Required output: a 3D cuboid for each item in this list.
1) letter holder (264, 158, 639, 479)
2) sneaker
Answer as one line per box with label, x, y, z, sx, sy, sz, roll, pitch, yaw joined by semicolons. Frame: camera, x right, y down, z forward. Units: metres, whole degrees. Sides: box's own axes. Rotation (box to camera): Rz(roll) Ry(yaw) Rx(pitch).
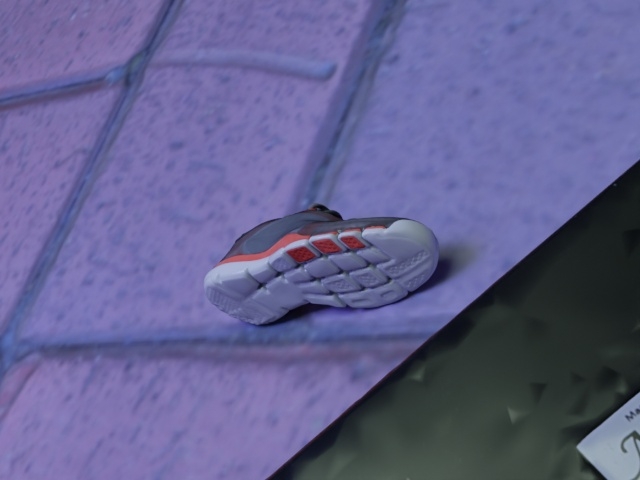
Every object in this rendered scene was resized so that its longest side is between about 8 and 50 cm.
letter holder;0.105;0.126;0.456;0.302;0.214;0.152;-40;54;-5
sneaker;0.000;0.000;0.782;0.158;0.061;0.065;-11;43;37
